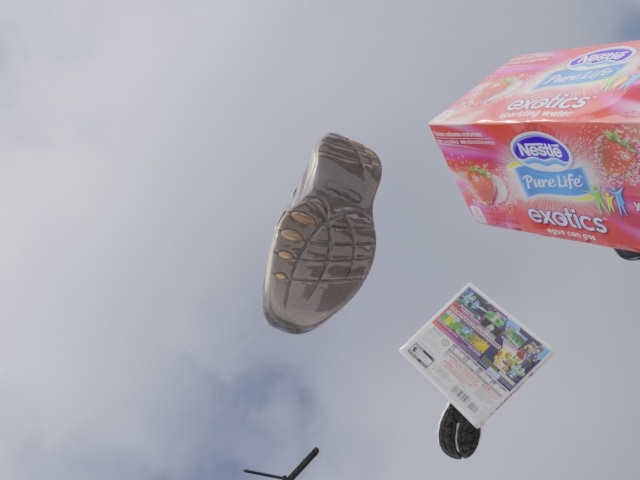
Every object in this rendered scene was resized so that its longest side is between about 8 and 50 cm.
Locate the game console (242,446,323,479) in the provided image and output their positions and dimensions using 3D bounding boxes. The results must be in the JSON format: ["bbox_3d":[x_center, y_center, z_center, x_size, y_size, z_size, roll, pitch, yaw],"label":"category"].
[{"bbox_3d":[-0.058,0.363,1.117,0.071,0.122,0.107,41,-102,16],"label":"game console"}]

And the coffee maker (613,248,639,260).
[{"bbox_3d":[0.460,-0.048,0.815,0.178,0.171,0.120,-10,-126,-25],"label":"coffee maker"}]

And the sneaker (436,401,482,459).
[{"bbox_3d":[0.303,0.294,1.358,0.100,0.108,0.271,20,-89,16],"label":"sneaker"}]

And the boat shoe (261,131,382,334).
[{"bbox_3d":[0.000,0.000,0.926,0.132,0.130,0.355,28,-136,-5],"label":"boat shoe"}]

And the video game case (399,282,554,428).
[{"bbox_3d":[0.265,0.192,1.179,0.183,0.023,0.201,-43,-132,-5],"label":"video game case"}]

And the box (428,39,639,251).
[{"bbox_3d":[0.273,-0.097,0.666,0.154,0.300,0.142,-39,-66,-17],"label":"box"}]
